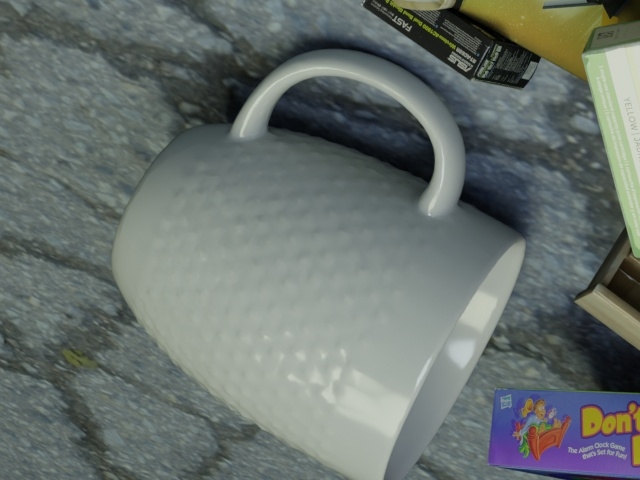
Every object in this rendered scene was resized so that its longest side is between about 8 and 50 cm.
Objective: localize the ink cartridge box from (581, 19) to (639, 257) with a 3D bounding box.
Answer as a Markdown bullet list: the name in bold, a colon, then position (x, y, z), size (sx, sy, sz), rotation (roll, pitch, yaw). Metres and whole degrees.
- **ink cartridge box**: position (0.320, -0.087, 1.321), size (0.235, 0.056, 0.171), rotation (-8, 115, 22)

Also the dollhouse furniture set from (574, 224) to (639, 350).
- **dollhouse furniture set**: position (0.327, -0.007, 1.474), size (0.212, 0.161, 0.242), rotation (36, 160, -5)

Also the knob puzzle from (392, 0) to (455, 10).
- **knob puzzle**: position (0.056, -0.255, 1.377), size (0.030, 0.213, 0.213), rotation (-10, 157, -23)

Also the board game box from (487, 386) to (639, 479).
- **board game box**: position (0.368, 0.196, 1.764), size (0.347, 0.078, 0.233), rotation (-1, 169, 38)

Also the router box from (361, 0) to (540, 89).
- **router box**: position (0.106, -0.169, 1.496), size (0.122, 0.038, 0.092), rotation (37, -161, 26)

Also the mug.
- **mug**: position (0.000, 0.000, 1.727), size (0.328, 0.276, 0.374), rotation (29, 119, 13)

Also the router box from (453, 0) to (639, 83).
- **router box**: position (0.211, -0.248, 1.345), size (0.243, 0.081, 0.309), rotation (29, 148, -1)
